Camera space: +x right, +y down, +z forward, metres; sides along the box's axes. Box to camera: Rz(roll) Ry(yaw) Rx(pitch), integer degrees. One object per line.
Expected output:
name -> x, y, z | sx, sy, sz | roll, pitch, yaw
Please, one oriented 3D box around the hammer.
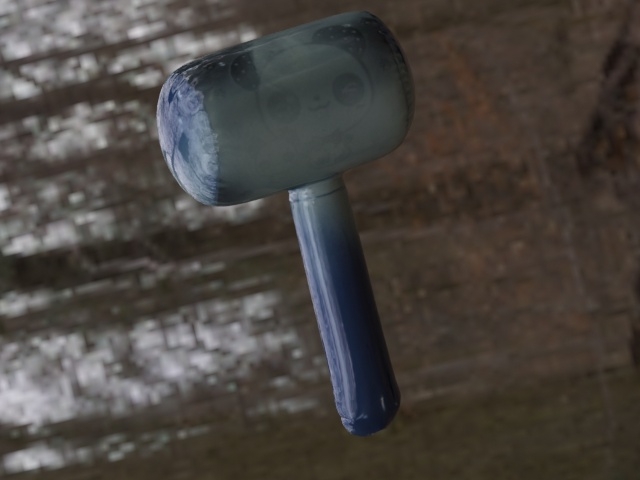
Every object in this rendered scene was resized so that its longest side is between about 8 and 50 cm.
hammer -> 0.000, 0.000, 0.871 | 0.069, 0.116, 0.193 | -147, 40, -68
